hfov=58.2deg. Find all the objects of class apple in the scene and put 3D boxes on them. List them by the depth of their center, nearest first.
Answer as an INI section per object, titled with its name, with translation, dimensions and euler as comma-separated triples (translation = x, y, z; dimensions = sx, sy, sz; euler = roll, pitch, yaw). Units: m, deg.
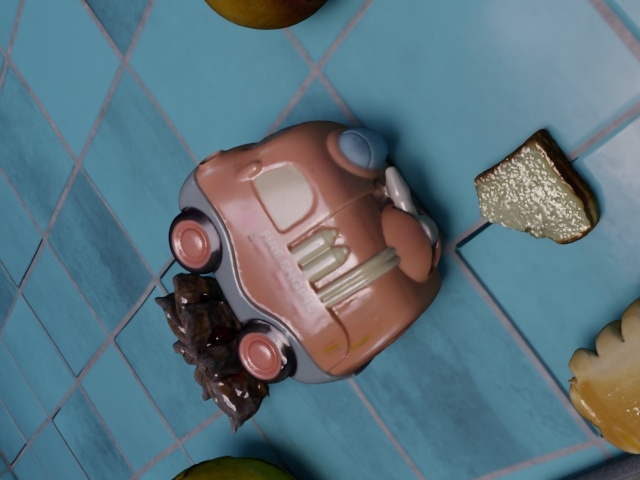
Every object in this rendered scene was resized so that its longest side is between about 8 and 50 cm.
[apple]
translation = -0.060, -0.288, 0.553
dimensions = 0.147, 0.146, 0.163
euler = 26, 160, 41

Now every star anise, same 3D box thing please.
[star anise]
translation = -0.147, 0.154, 0.846
dimensions = 0.223, 0.108, 0.236
euler = 36, 145, 50

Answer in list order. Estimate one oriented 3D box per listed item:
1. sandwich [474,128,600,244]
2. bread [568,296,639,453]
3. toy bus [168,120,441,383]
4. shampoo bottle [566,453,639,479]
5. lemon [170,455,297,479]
[sandwich]
translation = 0.199, -0.037, 0.534
dimensions = 0.105, 0.035, 0.093
euler = 52, 130, 8
[bread]
translation = 0.294, 0.105, 0.484
dimensions = 0.119, 0.084, 0.177
euler = 46, 130, 13
[toy bus]
translation = 0.000, 0.000, 0.613
dimensions = 0.232, 0.194, 0.288
euler = -32, 86, 34
[shampoo bottle]
translation = 0.279, 0.268, 0.576
dimensions = 0.072, 0.072, 0.214
euler = 50, 131, 11
[lemon]
translation = -0.127, 0.464, 0.844
dimensions = 0.297, 0.297, 0.297
euler = 16, 117, 33
